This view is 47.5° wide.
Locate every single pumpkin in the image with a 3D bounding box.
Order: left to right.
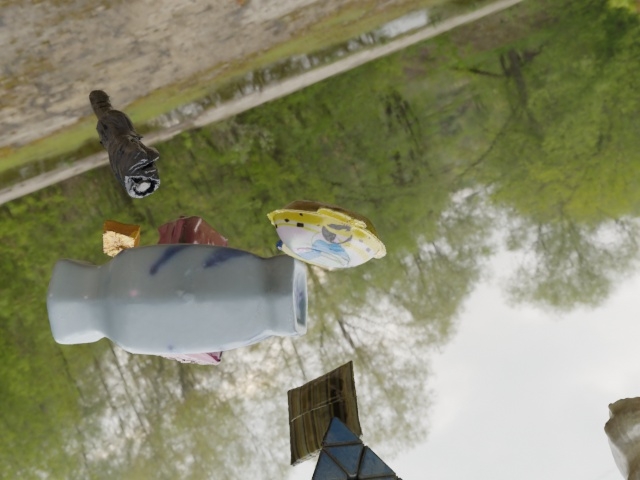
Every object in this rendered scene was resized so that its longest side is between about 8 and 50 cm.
[{"bbox_3d":[-0.412,-0.006,1.509,0.083,0.074,0.054,108,-5,-48],"label":"pumpkin"}]

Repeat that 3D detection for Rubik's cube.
[{"bbox_3d":[0.080,0.372,1.125,0.178,0.190,0.211,1,159,14],"label":"Rubik's cube"}]

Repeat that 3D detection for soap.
[{"bbox_3d":[-0.297,0.106,1.645,0.127,0.325,0.220,-7,154,26],"label":"soap"}]

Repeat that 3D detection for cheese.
[{"bbox_3d":[0.000,0.000,0.938,0.156,0.064,0.250,20,166,-8],"label":"cheese"}]

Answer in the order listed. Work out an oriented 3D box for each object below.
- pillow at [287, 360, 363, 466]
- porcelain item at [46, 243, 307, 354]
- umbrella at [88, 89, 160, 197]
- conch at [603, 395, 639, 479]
[{"bbox_3d":[0.003,0.419,1.768,0.212,0.052,0.208,-30,-135,25],"label":"pillow"},{"bbox_3d":[-0.231,0.103,1.232,0.405,0.178,0.242,-1,173,7],"label":"porcelain item"},{"bbox_3d":[-0.280,-0.145,1.034,0.071,0.071,0.248,-24,-137,-12],"label":"umbrella"},{"bbox_3d":[0.376,0.217,0.647,0.210,0.291,0.159,-17,-136,27],"label":"conch"}]
